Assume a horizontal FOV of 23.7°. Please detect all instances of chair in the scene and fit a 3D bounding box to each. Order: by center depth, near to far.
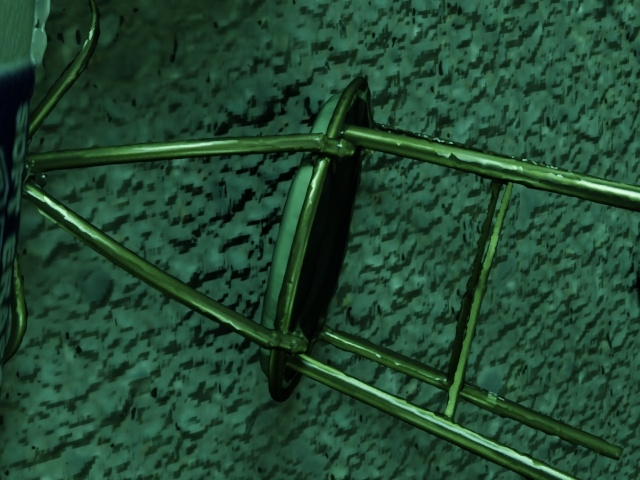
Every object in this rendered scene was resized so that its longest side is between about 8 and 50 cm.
[{"bbox_3d":[0.000,0.000,0.656,0.326,0.170,0.159,15,95,5],"label":"chair"}]

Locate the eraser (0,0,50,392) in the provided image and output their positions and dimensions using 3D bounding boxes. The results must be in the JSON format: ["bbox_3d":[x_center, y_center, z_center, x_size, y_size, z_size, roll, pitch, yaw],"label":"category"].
[{"bbox_3d":[-0.156,0.013,0.523,0.086,0.130,0.287,9,99,3],"label":"eraser"}]

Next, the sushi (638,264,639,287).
[{"bbox_3d":[0.219,0.027,0.879,0.083,0.044,0.046,21,85,-36],"label":"sushi"}]
